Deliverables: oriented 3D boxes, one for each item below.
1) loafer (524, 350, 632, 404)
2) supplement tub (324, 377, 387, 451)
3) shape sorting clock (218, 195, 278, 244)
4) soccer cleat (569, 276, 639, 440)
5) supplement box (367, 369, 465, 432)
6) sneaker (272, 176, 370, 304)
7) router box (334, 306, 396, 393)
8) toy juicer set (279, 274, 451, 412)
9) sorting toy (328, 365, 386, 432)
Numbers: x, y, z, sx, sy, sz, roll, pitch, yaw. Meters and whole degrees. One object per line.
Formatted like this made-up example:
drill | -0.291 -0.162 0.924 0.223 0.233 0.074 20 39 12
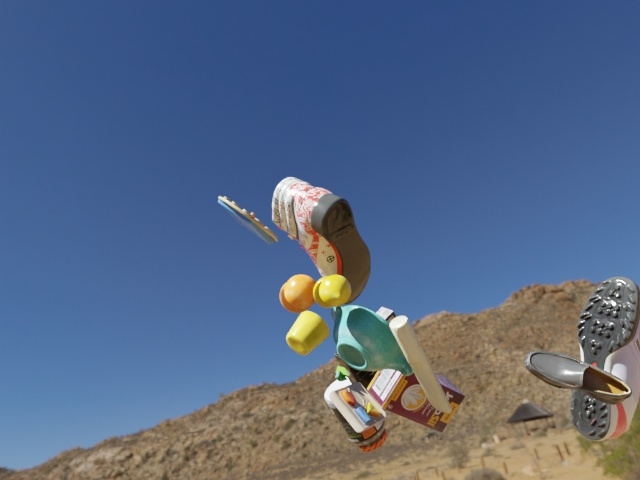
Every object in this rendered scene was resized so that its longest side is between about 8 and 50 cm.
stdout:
loafer | 0.445 0.230 0.871 0.170 0.062 0.061 15 -20 15
supplement tub | 0.102 0.480 1.393 0.117 0.190 0.117 -28 10 5
shape sorting clock | -0.201 -0.061 1.414 0.040 0.206 0.206 -52 -25 -10
soccer cleat | 0.574 0.229 0.982 0.116 0.318 0.109 7 2 -27
supplement box | 0.215 0.341 1.127 0.188 0.081 0.104 29 -86 -24
sneaker | 0.001 -0.001 0.908 0.090 0.145 0.270 -46 -37 -21
router box | 0.132 0.272 1.238 0.179 0.133 0.046 -40 28 -24
toy juicer set | 0.073 0.141 0.844 0.329 0.089 0.209 15 -48 34
sorting toy | 0.038 0.186 0.601 0.062 0.083 0.012 -1 -49 -53
